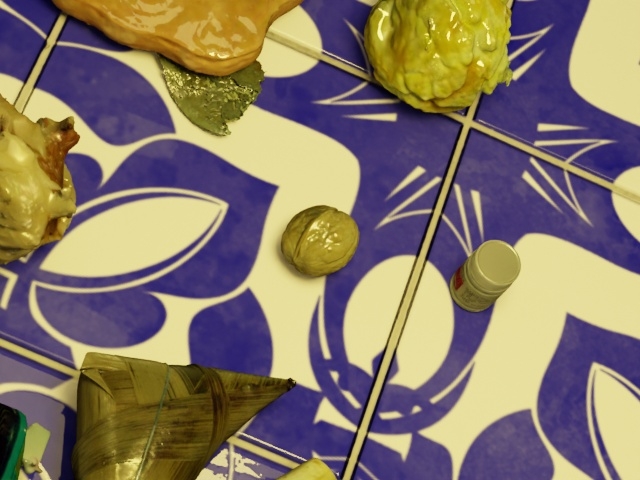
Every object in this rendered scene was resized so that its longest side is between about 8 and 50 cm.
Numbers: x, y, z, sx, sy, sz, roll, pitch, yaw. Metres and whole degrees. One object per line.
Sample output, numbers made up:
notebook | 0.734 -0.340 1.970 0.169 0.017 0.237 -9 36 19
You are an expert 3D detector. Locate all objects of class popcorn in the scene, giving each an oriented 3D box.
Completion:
popcorn | 0.157 -0.259 2.058 0.198 0.198 0.212 39 56 2

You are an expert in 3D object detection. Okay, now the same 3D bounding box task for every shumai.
shumai | -0.385 -0.049 1.832 0.262 0.267 0.314 29 89 -36

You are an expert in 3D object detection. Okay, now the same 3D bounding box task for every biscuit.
biscuit | -0.179 -0.393 2.062 0.385 0.062 0.365 31 62 5

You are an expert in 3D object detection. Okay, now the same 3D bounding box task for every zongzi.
zongzi | -0.140 0.231 1.791 0.242 0.112 0.221 7 57 -15

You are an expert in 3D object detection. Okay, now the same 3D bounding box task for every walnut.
walnut | 0.000 0.000 1.956 0.092 0.092 0.092 6 66 -14

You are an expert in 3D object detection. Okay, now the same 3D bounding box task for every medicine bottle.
medicine bottle | 0.191 0.041 1.987 0.058 0.091 0.058 6 66 -14

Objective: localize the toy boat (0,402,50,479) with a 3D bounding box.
toy boat | -0.359 0.312 1.704 0.092 0.134 0.299 37 61 -39

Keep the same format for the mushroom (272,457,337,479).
mushroom | -0.113 0.331 1.767 0.312 0.100 0.081 -29 75 -24

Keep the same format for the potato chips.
potato chips | -0.131 -0.219 2.044 0.142 0.026 0.209 10 65 -15
